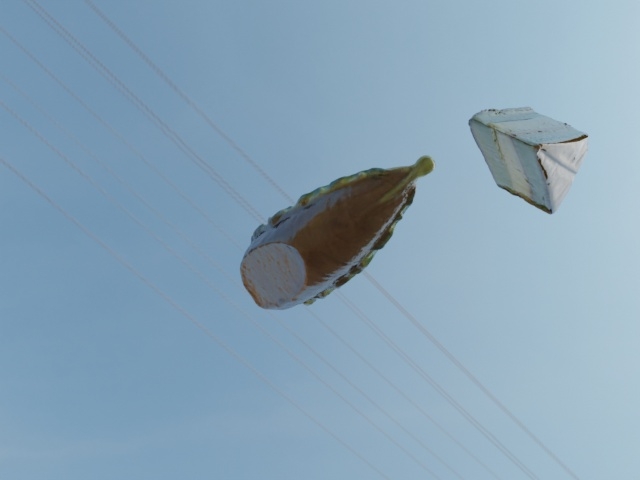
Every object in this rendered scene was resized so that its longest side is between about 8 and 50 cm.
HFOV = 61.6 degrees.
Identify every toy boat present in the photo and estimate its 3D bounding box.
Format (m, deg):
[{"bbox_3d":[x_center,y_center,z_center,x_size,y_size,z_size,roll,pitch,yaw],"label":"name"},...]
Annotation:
[{"bbox_3d":[-0.005,0.004,0.550,0.109,0.099,0.293,53,-39,-1],"label":"toy boat"}]

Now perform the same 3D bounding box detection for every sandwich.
[{"bbox_3d":[0.278,-0.103,0.766,0.117,0.187,0.144,37,-53,34],"label":"sandwich"}]
